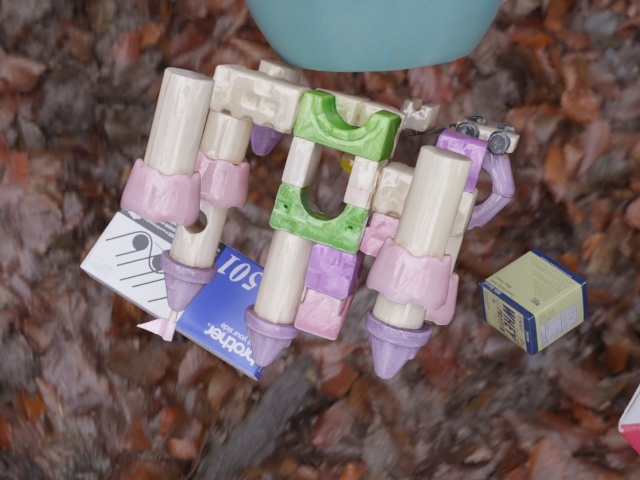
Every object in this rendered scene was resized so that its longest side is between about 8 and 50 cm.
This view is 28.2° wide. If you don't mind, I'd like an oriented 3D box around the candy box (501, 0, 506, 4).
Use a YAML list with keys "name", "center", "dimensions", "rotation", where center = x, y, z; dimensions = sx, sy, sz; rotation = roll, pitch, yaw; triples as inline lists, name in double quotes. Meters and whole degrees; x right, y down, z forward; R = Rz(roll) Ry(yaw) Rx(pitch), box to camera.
- name: "candy box"
  center: [0.198, -0.375, 1.566]
  dimensions: [0.165, 0.196, 0.070]
  rotation: [56, 30, 2]

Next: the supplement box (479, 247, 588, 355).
- name: "supplement box"
  center: [0.233, 0.066, 1.390]
  dimensions: [0.083, 0.056, 0.083]
  rotation: [-31, 42, -21]

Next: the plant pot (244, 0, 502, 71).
- name: "plant pot"
  center: [0.047, -0.283, 1.150]
  dimensions: [0.293, 0.293, 0.235]
  rotation: [-8, 110, -13]

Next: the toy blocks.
- name: "toy blocks"
  center: [0.000, 0.000, 1.143]
  dimensions: [0.288, 0.309, 0.260]
  rotation: [18, 105, 12]

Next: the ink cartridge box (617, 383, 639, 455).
- name: "ink cartridge box"
  center: [0.432, 0.203, 1.040]
  dimensions: [0.306, 0.226, 0.131]
  rotation: [46, 60, -17]

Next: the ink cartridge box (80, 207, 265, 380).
- name: "ink cartridge box"
  center: [-0.124, 0.043, 1.265]
  dimensions: [0.207, 0.046, 0.097]
  rotation: [31, 79, 9]
